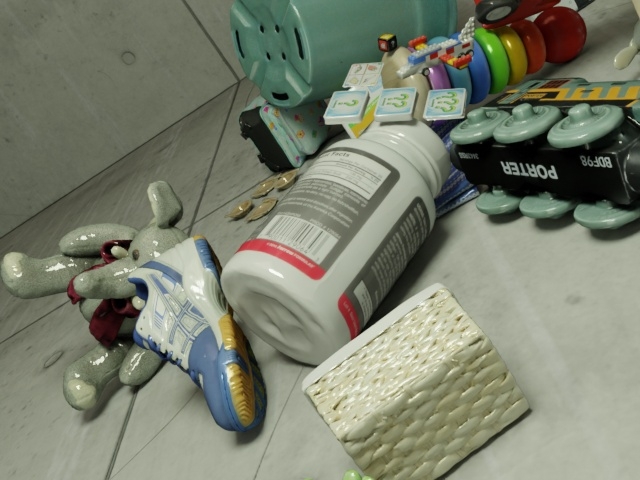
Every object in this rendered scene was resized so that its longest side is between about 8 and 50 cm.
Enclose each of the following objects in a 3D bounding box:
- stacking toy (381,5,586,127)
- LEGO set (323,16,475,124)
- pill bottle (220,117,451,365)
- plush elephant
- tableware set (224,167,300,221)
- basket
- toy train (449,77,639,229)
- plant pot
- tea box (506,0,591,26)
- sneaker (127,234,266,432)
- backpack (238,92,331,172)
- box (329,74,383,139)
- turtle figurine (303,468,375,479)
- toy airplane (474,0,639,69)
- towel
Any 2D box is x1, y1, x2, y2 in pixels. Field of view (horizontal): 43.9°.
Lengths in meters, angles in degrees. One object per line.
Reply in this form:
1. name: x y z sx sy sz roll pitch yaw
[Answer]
1. stacking toy: 0.269 -0.285 1.261 0.330 0.141 0.141 -21 19 -10
2. LEGO set: 0.115 -0.240 1.088 0.182 0.060 0.244 0 36 16
3. pill bottle: 0.035 -0.015 0.996 0.176 0.176 0.318 -6 38 52
4. plush elephant: -0.278 0.066 1.186 0.330 0.272 0.255 -19 -13 -25
5. tableware set: -0.116 -0.090 1.613 0.141 0.020 0.169 -10 33 48
6. basket: 0.085 0.139 0.708 0.167 0.113 0.103 -36 25 -1
7. toy train: 0.292 -0.115 0.910 0.190 0.142 0.334 -32 20 -18
8. plant pot: 0.029 -0.424 1.545 0.334 0.341 0.341 -28 15 -30
9. tea box: 0.428 -0.618 1.481 0.323 0.329 0.220 -36 21 1
10. sneaker: -0.160 0.129 0.991 0.131 0.112 0.296 -24 45 -3
11. backpack: -0.061 -0.260 1.686 0.144 0.166 0.188 -15 32 39
12. box: 0.092 -0.229 1.410 0.114 0.103 0.203 -32 5 9
13. turtle figurine: -0.089 0.245 0.576 0.274 0.198 0.266 38 48 26
14. toy airplane: 0.389 -0.434 1.039 0.272 0.386 0.384 -8 29 -36
15. towel: 0.124 -0.100 1.249 0.243 0.040 0.336 -29 22 18
